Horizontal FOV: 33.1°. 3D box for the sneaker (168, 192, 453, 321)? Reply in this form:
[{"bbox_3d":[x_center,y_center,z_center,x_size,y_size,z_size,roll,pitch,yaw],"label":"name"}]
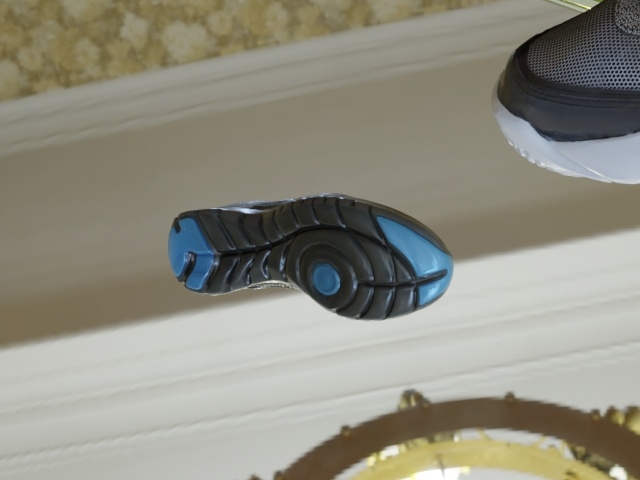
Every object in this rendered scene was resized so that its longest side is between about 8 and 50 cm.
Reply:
[{"bbox_3d":[0.000,0.000,1.140,0.341,0.125,0.140,8,-164,35],"label":"sneaker"}]

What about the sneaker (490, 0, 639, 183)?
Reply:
[{"bbox_3d":[0.150,-0.112,0.337,0.269,0.153,0.101,-12,-142,41],"label":"sneaker"}]

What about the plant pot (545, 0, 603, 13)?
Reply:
[{"bbox_3d":[0.244,-0.248,0.564,0.353,0.366,0.366,30,-137,5],"label":"plant pot"}]
